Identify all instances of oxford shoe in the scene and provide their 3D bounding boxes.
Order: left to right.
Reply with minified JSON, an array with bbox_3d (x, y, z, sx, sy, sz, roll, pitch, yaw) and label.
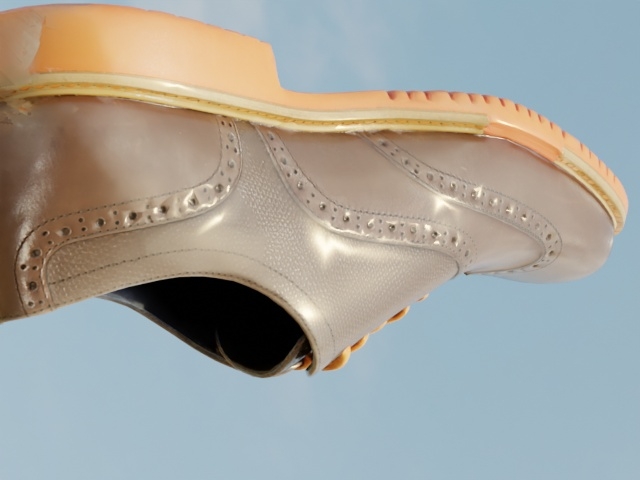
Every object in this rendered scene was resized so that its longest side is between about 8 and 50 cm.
[{"bbox_3d":[0.000,0.000,0.776,0.130,0.364,0.132,-15,-109,49],"label":"oxford shoe"}]
